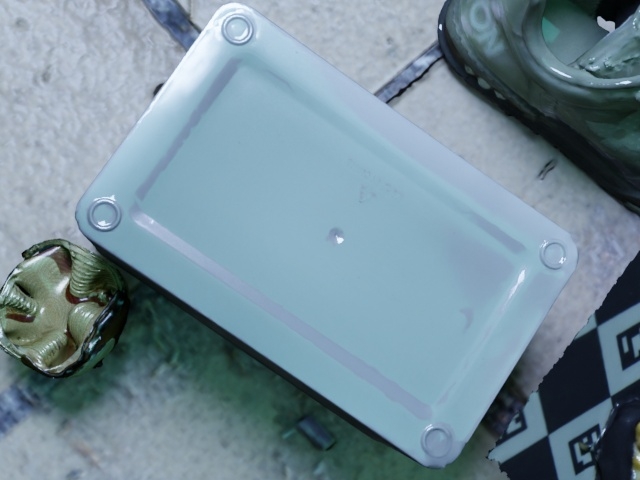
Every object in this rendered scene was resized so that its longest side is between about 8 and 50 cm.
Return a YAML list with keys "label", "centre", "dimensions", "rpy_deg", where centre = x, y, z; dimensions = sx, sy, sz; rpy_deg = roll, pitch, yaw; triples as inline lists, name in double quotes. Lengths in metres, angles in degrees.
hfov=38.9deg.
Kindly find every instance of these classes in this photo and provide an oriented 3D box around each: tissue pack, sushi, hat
- label: "tissue pack"
  centre: [-0.001, 0.001, 0.543]
  dimensions: [0.246, 0.136, 0.159]
  rpy_deg: [35, 81, -4]
- label: "sushi"
  centre: [0.271, 0.094, 0.568]
  dimensions: [0.290, 0.050, 0.264]
  rpy_deg: [-49, 118, -8]
- label: "hat"
  centre: [-0.155, 0.045, 0.557]
  dimensions: [0.076, 0.059, 0.077]
  rpy_deg: [28, 77, 11]

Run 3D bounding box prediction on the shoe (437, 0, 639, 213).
- label: "shoe"
  centre: [0.220, -0.096, 0.577]
  dimensions: [0.293, 0.149, 0.109]
  rpy_deg: [29, 81, -5]
